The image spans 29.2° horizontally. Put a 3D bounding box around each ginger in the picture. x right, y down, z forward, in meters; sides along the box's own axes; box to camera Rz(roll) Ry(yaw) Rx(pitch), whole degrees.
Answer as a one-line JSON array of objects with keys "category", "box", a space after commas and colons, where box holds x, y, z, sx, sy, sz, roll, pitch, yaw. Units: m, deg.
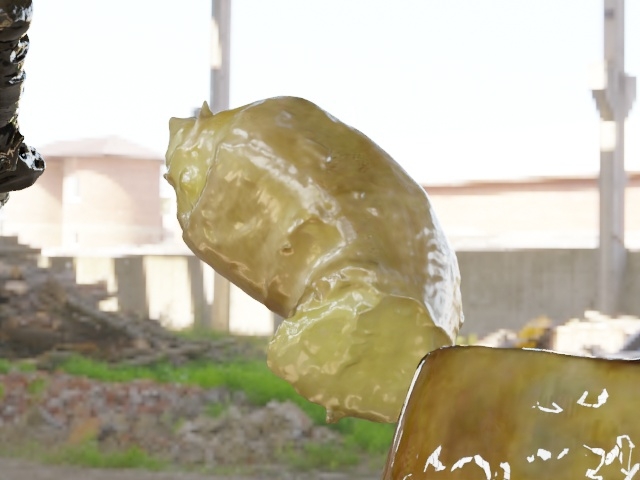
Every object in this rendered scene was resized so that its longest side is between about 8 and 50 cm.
[{"category": "ginger", "box": [0.000, 0.000, 0.830, 0.152, 0.267, 0.138, -14, -35, -46]}]

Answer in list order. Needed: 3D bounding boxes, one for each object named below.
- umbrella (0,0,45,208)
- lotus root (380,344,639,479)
[{"category": "umbrella", "box": [-0.272, -0.115, 1.002, 0.106, 0.113, 0.357, -35, -6, -28]}, {"category": "lotus root", "box": [0.107, 0.145, 0.374, 0.199, 0.180, 0.188, 3, -31, 25]}]
